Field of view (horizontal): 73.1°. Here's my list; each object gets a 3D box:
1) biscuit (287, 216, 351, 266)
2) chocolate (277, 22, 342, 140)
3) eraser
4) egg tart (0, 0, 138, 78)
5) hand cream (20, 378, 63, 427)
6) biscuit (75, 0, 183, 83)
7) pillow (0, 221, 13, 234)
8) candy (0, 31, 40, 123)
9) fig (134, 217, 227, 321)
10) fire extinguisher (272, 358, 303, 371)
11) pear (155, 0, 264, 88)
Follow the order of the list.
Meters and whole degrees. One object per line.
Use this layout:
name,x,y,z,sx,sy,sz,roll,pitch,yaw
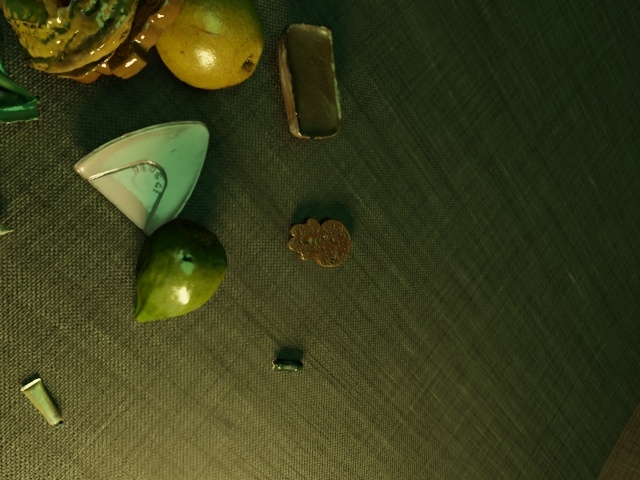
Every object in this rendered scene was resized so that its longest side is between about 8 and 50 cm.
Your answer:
biscuit,0.000,0.000,1.072,0.175,0.026,0.124,12,87,-28
chocolate,-0.036,-0.358,0.996,0.161,0.083,0.261,-13,101,-43
eraser,-0.323,-0.152,0.876,0.243,0.059,0.204,-46,112,-13
egg tart,-0.426,-0.417,0.697,0.132,0.298,0.296,16,85,-67
hand cream,-0.529,0.315,0.830,0.035,0.022,0.102,-32,102,-21
biscuit,-0.365,-0.432,0.767,0.043,0.279,0.301,3,69,-67
pillow,-0.618,-0.081,0.673,0.145,0.078,0.253,-16,135,-17
candy,-0.625,-0.351,0.615,0.263,0.172,0.397,-23,129,-22
fig,-0.282,0.075,0.857,0.167,0.167,0.233,21,87,-27
fire extinguisher,-0.085,0.307,1.053,0.083,0.025,0.038,17,109,-27
pear,-0.209,-0.398,0.837,0.209,0.209,0.208,-2,95,-27
